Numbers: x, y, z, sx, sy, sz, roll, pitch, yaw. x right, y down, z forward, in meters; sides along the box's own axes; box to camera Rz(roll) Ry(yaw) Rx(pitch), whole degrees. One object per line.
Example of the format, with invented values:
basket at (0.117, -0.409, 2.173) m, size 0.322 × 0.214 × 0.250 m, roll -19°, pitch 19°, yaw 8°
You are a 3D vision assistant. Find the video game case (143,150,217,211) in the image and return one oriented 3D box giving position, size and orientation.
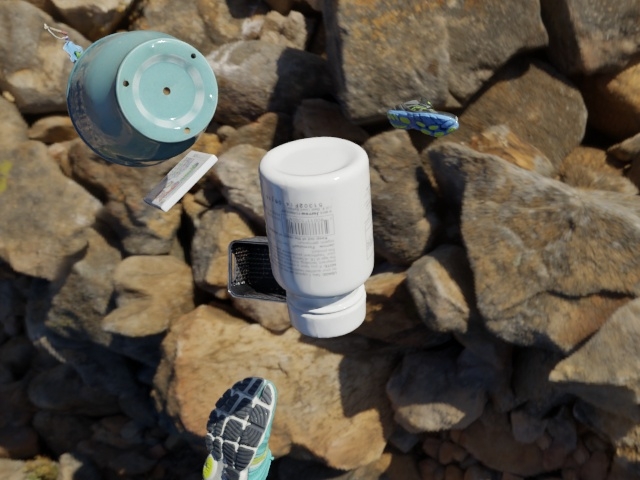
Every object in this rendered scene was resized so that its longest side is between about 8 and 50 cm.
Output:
video game case at (-0.302, -0.129, 1.593) m, size 0.157 × 0.143 × 0.019 m, roll -48°, pitch 118°, yaw -13°

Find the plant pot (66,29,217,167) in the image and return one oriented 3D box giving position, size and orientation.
plant pot at (-0.317, -0.271, 1.404) m, size 0.255 × 0.272 × 0.271 m, roll 13°, pitch 100°, yaw 62°

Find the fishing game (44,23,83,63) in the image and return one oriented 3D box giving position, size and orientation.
fishing game at (-0.522, -0.402, 1.736) m, size 0.041 × 0.189 × 0.264 m, roll -42°, pitch 96°, yaw 8°

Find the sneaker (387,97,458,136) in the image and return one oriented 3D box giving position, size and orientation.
sneaker at (0.224, -0.275, 1.613) m, size 0.078 × 0.067 × 0.188 m, roll -49°, pitch 38°, yaw -15°

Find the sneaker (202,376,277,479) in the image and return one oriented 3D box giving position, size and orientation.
sneaker at (-0.129, 0.346, 1.235) m, size 0.107 × 0.110 × 0.275 m, roll 24°, pitch 105°, yaw 28°

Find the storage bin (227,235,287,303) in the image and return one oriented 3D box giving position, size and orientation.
storage bin at (-0.094, 0.059, 1.533) m, size 0.180 × 0.084 × 0.122 m, roll 4°, pitch 97°, yaw 26°

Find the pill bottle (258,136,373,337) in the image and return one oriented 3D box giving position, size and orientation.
pill bottle at (0.000, 0.000, 0.926) m, size 0.131 × 0.131 × 0.229 m, roll 6°, pitch 122°, yaw 19°
